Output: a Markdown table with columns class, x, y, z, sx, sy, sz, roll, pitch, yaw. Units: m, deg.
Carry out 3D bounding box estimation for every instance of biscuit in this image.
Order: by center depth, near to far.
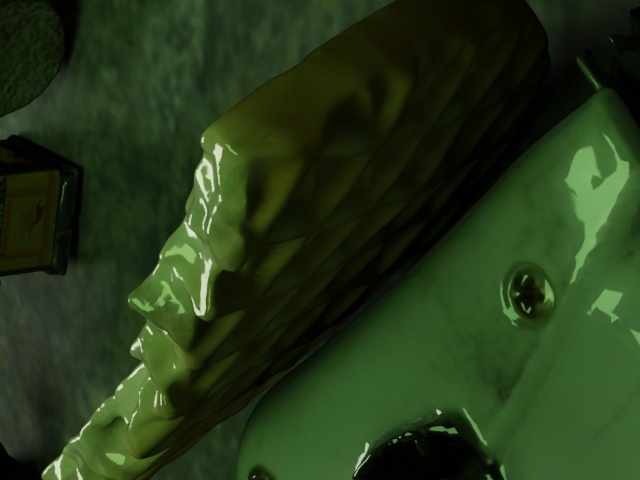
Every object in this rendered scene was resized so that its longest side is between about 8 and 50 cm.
| class | x | y | z | sx | sy | sz | roll | pitch | yaw |
| --- | --- | --- | --- | --- | --- | --- | --- | --- | --- |
| biscuit | 0.000 | 0.000 | 0.727 | 0.040 | 0.204 | 0.309 | 48 | 149 | 9 |

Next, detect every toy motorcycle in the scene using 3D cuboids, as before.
| class | x | y | z | sx | sy | sz | roll | pitch | yaw |
| --- | --- | --- | --- | --- | --- | --- | --- | --- | --- |
| toy motorcycle | -0.206 | 0.086 | 1.003 | 0.091 | 0.157 | 0.263 | 27 | 117 | 42 |

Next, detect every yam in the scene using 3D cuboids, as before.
| class | x | y | z | sx | sy | sz | roll | pitch | yaw |
| --- | --- | --- | --- | --- | --- | --- | --- | --- | --- |
| yam | -0.192 | -0.119 | 0.988 | 0.127 | 0.084 | 0.084 | 44 | 128 | 33 |

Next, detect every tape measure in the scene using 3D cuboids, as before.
| class | x | y | z | sx | sy | sz | roll | pitch | yaw |
| --- | --- | --- | --- | --- | --- | --- | --- | --- | --- |
| tape measure | 0.097 | 0.095 | 0.709 | 0.258 | 0.130 | 0.265 | -44 | 69 | 40 |
